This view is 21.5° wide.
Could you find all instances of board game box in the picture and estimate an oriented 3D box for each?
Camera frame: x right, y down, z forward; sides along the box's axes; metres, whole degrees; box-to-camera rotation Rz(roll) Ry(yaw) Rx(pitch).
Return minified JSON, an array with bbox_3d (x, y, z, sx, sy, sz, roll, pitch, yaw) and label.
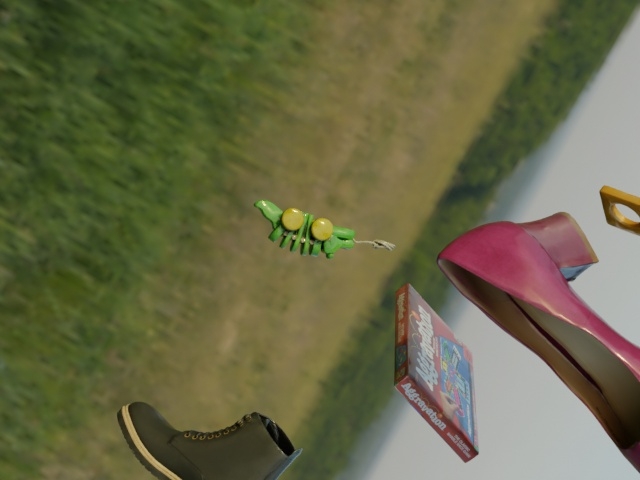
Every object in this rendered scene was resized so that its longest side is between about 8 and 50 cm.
[{"bbox_3d":[0.153,0.170,2.244,0.027,0.145,0.281,-39,-164,17],"label":"board game box"}]

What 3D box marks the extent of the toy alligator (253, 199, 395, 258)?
[{"bbox_3d":[0.000,0.000,2.138,0.056,0.189,0.051,166,-58,-78],"label":"toy alligator"}]

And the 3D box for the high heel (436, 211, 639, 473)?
[{"bbox_3d":[0.269,0.145,1.800,0.181,0.377,0.127,-16,153,-32],"label":"high heel"}]

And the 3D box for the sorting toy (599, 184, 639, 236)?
[{"bbox_3d":[0.468,0.005,1.851,0.047,0.347,0.196,-51,155,-23],"label":"sorting toy"}]

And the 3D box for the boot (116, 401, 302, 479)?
[{"bbox_3d":[-0.116,0.211,1.810,0.137,0.198,0.077,-52,159,14],"label":"boot"}]
